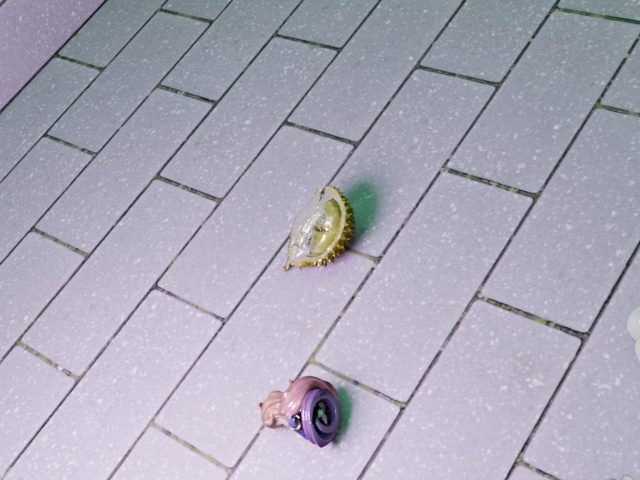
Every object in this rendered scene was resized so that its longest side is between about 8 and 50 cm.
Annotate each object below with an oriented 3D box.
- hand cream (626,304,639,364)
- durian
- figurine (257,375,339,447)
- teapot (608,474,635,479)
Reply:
[{"bbox_3d":[0.570,0.236,1.449,0.147,0.093,0.306,-20,58,8],"label":"hand cream"},{"bbox_3d":[0.000,0.000,1.879,0.208,0.102,0.146,-46,43,16],"label":"durian"},{"bbox_3d":[-0.039,0.292,1.647,0.157,0.114,0.126,13,25,37],"label":"figurine"},{"bbox_3d":[0.344,0.425,1.343,0.250,0.184,0.184,-15,48,-3],"label":"teapot"}]
